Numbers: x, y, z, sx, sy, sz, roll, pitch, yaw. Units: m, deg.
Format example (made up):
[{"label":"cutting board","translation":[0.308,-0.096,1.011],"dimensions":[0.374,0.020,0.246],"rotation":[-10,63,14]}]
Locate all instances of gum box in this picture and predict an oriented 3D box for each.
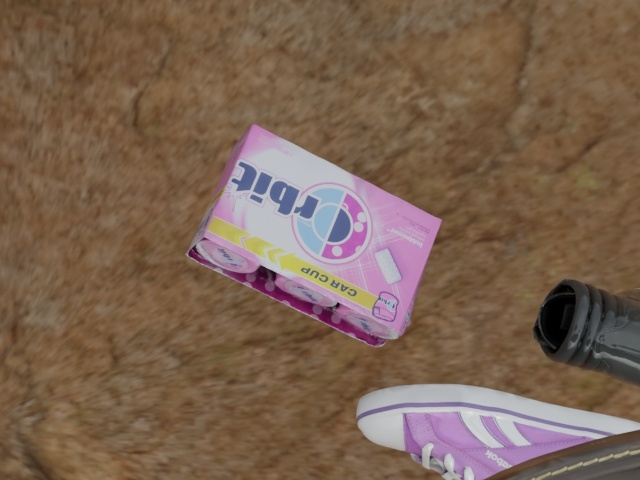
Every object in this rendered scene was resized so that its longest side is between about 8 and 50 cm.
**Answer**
[{"label":"gum box","translation":[0.000,0.000,1.328],"dimensions":[0.188,0.062,0.107],"rotation":[26,67,-10]}]

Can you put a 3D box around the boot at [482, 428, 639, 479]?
[{"label":"boot","translation":[0.046,0.139,0.441],"dimensions":[0.219,0.106,0.082],"rotation":[-30,132,-11]}]

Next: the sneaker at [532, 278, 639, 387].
[{"label":"sneaker","translation":[0.304,0.086,1.783],"dimensions":[0.147,0.296,0.104],"rotation":[21,96,-3]}]

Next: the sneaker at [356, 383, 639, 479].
[{"label":"sneaker","translation":[0.159,0.223,1.460],"dimensions":[0.282,0.102,0.161],"rotation":[9,69,11]}]
